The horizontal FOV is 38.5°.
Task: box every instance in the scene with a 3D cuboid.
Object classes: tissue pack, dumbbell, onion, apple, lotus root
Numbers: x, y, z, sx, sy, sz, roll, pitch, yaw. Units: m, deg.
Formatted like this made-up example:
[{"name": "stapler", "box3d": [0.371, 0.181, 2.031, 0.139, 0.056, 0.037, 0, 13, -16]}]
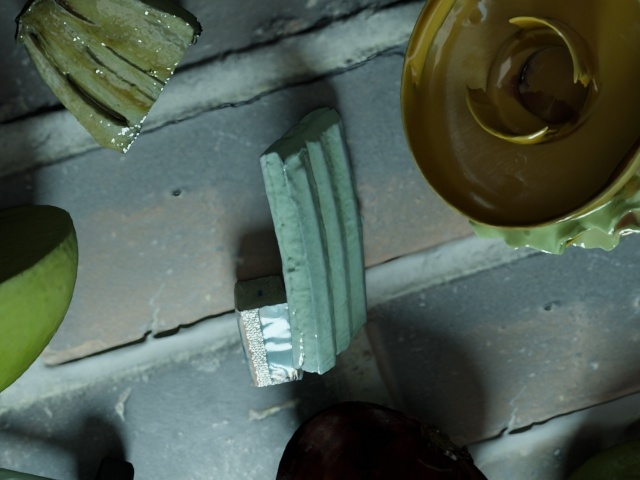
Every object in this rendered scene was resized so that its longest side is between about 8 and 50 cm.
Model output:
[{"name": "tissue pack", "box3d": [-0.053, 0.093, 0.935, 0.058, 0.074, 0.094, -12, 115, -5]}, {"name": "dumbbell", "box3d": [-0.299, 0.260, 0.958, 0.191, 0.100, 0.100, 17, 108, -13]}, {"name": "onion", "box3d": [0.068, 0.292, 0.952, 0.280, 0.221, 0.281, -3, 99, -20]}, {"name": "apple", "box3d": [-0.356, 0.017, 0.775, 0.291, 0.254, 0.292, -1, 113, -1]}, {"name": "lotus root", "box3d": [-0.192, -0.176, 0.817, 0.144, 0.070, 0.143, 37, 109, -22]}]

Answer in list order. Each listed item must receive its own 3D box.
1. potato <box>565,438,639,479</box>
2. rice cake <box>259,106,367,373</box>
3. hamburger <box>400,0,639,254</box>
[{"name": "potato", "box3d": [0.366, 0.404, 1.028, 0.269, 0.219, 0.359, -8, 114, -11]}, {"name": "rice cake", "box3d": [0.000, 0.000, 0.887, 0.043, 0.127, 0.237, 4, 117, 27]}, {"name": "hamburger", "box3d": [0.220, -0.125, 0.791, 0.212, 0.274, 0.275, 0, 118, -50]}]
